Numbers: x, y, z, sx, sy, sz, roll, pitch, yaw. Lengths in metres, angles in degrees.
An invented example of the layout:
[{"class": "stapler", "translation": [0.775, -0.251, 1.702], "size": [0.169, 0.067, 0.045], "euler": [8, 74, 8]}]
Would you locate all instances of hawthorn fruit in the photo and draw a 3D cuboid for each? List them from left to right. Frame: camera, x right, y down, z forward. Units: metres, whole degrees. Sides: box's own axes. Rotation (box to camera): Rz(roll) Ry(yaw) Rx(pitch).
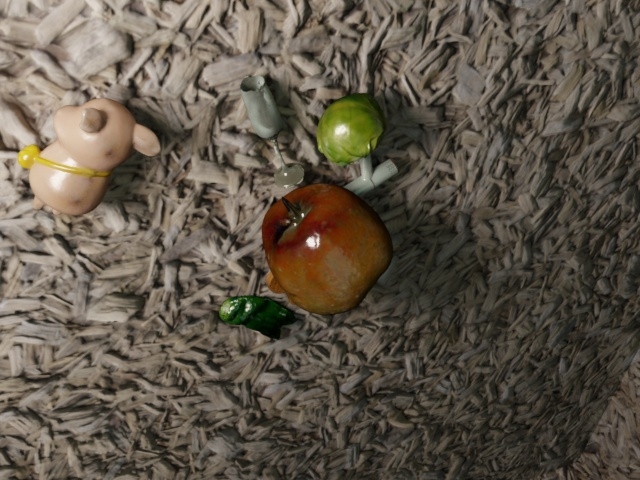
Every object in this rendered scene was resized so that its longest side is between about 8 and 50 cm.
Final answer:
[{"class": "hawthorn fruit", "translation": [0.000, 0.000, 1.819], "size": [0.268, 0.268, 0.301], "euler": [-40, 118, 1]}]

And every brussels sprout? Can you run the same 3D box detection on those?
[{"class": "brussels sprout", "translation": [0.056, -0.236, 1.750], "size": [0.149, 0.151, 0.122], "euler": [-25, 111, 21]}]

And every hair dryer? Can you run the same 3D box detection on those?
[{"class": "hair dryer", "translation": [0.083, -0.179, 1.885], "size": [0.155, 0.044, 0.183], "euler": [-34, 133, -8]}]

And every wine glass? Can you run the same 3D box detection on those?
[{"class": "wine glass", "translation": [-0.100, -0.221, 1.693], "size": [0.074, 0.074, 0.262], "euler": [-31, 136, -9]}]

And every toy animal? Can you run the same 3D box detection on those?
[{"class": "toy animal", "translation": [-0.422, -0.143, 1.485], "size": [0.248, 0.149, 0.165], "euler": [-46, 154, 24]}]

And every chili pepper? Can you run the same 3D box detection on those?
[{"class": "chili pepper", "translation": [-0.139, 0.182, 2.018], "size": [0.224, 0.061, 0.098], "euler": [24, 103, -43]}]

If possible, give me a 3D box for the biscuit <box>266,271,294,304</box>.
[{"class": "biscuit", "translation": [-0.026, 0.082, 2.030], "size": [0.250, 0.036, 0.165], "euler": [-2, 125, -39]}]
